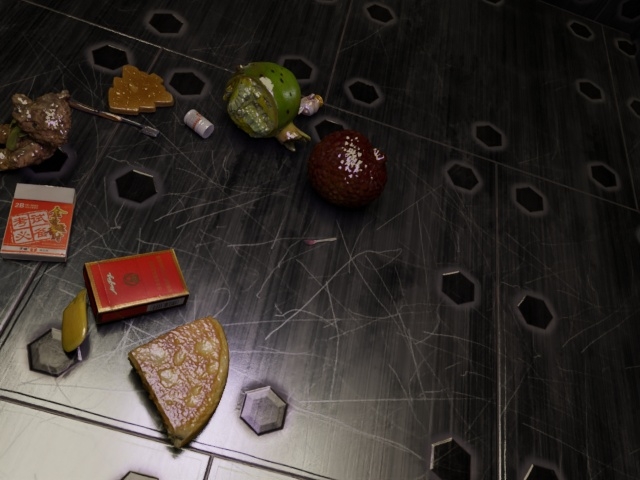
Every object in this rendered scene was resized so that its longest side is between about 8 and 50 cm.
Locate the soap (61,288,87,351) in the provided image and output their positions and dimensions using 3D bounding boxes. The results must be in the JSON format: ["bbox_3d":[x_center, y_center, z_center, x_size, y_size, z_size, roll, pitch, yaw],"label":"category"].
[{"bbox_3d":[-0.616,0.197,1.473,0.033,0.089,0.168,39,26,-50],"label":"soap"}]

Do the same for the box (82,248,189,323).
[{"bbox_3d":[-0.487,0.117,1.560,0.239,0.074,0.153,-10,64,-31],"label":"box"}]

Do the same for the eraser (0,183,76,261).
[{"bbox_3d":[-0.765,-0.051,1.610,0.157,0.038,0.230,4,57,-16],"label":"eraser"}]

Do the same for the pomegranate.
[{"bbox_3d":[-0.168,-0.441,1.961,0.341,0.260,0.260,48,50,-21],"label":"pomegranate"}]

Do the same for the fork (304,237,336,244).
[{"bbox_3d":[0.000,0.001,1.851,0.115,0.012,0.016,-6,63,-28],"label":"fork"}]

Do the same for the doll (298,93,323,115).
[{"bbox_3d":[-0.043,-0.494,2.129,0.073,0.084,0.127,42,47,13],"label":"doll"}]

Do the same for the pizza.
[{"bbox_3d":[-0.310,0.341,1.466,0.257,0.087,0.268,-21,67,-34],"label":"pizza"}]

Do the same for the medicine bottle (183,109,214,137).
[{"bbox_3d":[-0.403,-0.387,1.951,0.089,0.057,0.057,39,54,9],"label":"medicine bottle"}]

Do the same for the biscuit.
[{"bbox_3d":[-0.615,-0.485,1.958,0.212,0.041,0.239,38,52,3],"label":"biscuit"}]

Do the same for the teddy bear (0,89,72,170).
[{"bbox_3d":[-0.849,-0.305,1.642,0.296,0.222,0.246,1,59,-17],"label":"teddy bear"}]

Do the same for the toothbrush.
[{"bbox_3d":[-0.675,-0.399,1.889,0.321,0.023,0.031,20,50,-5],"label":"toothbrush"}]

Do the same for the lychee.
[{"bbox_3d":[0.091,-0.225,1.900,0.260,0.261,0.261,9,54,-13],"label":"lychee"}]
